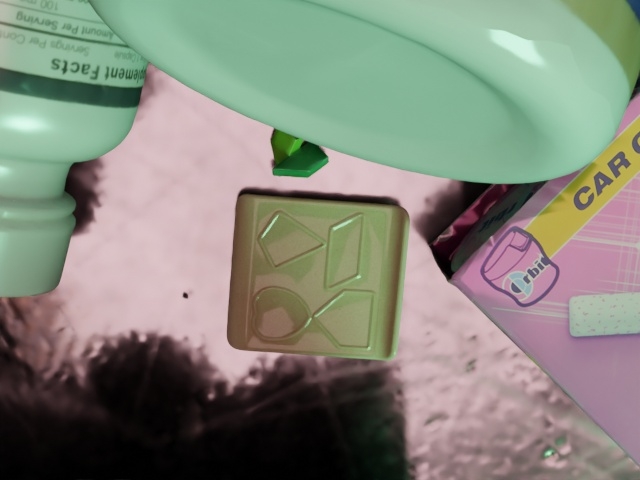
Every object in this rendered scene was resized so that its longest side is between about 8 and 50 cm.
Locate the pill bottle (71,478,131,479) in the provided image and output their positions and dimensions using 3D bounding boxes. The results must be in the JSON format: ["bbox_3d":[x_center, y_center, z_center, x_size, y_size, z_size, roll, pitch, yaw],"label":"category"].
[{"bbox_3d":[-0.129,0.183,0.493,0.361,0.204,0.204,-7,100,-2],"label":"pill bottle"}]

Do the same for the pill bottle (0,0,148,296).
[{"bbox_3d":[-0.103,-0.080,0.498,0.108,0.108,0.180,13,99,-5],"label":"pill bottle"}]

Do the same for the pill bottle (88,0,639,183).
[{"bbox_3d":[0.045,-0.162,0.444,0.153,0.153,0.264,20,79,-6],"label":"pill bottle"}]

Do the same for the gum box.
[{"bbox_3d":[0.143,-0.021,0.543,0.188,0.062,0.107,-45,99,5],"label":"gum box"}]

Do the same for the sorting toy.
[{"bbox_3d":[0.000,0.000,0.565,0.062,0.012,0.083,5,103,1],"label":"sorting toy"}]
